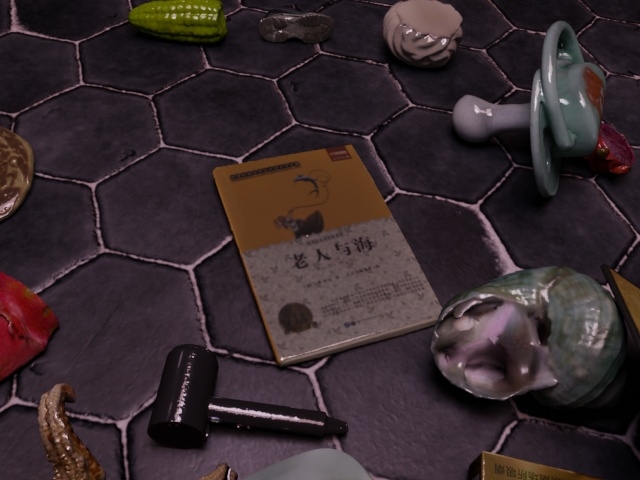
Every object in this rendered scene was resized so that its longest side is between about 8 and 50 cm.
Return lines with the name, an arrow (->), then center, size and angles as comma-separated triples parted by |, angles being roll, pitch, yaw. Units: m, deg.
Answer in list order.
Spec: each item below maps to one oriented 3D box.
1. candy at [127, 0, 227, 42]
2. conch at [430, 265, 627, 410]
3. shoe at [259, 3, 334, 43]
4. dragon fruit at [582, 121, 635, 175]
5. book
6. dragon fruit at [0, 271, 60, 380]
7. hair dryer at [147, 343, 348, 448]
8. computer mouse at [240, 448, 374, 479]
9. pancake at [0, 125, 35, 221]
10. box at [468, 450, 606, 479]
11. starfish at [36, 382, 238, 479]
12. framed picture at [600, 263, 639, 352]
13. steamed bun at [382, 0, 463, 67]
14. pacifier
candy -> -0.309, -0.477, 1.242 | 0.210, 0.096, 0.096 | 1, 51, -3
conch -> 0.297, 0.137, 0.773 | 0.277, 0.195, 0.220 | 34, 73, -8
shoe -> -0.055, -0.501, 1.305 | 0.169, 0.071, 0.099 | -3, 49, -4
dragon fruit -> 0.543, -0.167, 1.100 | 0.112, 0.068, 0.126 | 35, 46, -14
book -> 0.000, 0.000, 0.929 | 0.269, 0.032, 0.388 | -13, 55, -17
dragon fruit -> -0.499, 0.100, 0.734 | 0.262, 0.189, 0.163 | 7, 20, 4
hair dryer -> -0.084, 0.207, 0.736 | 0.248, 0.070, 0.114 | 8, 51, -5
computer mouse -> -0.059, 0.333, 0.615 | 0.289, 0.097, 0.159 | -19, 58, -21
pancake -> -0.598, -0.106, 0.949 | 0.250, 0.031, 0.250 | 3, 52, -3
box -> 0.242, 0.373, 0.632 | 0.160, 0.071, 0.240 | 13, 51, 1
starfish -> -0.224, 0.298, 0.569 | 0.303, 0.113, 0.311 | -25, 68, 7
framed picture -> 0.460, 0.182, 0.663 | 0.255, 0.014, 0.338 | 34, 30, -8
steamed bun -> 0.224, -0.449, 1.269 | 0.183, 0.106, 0.182 | 4, 54, -5
pacifier -> 0.372, -0.244, 1.057 | 0.269, 0.288, 0.343 | 1, 41, 29
